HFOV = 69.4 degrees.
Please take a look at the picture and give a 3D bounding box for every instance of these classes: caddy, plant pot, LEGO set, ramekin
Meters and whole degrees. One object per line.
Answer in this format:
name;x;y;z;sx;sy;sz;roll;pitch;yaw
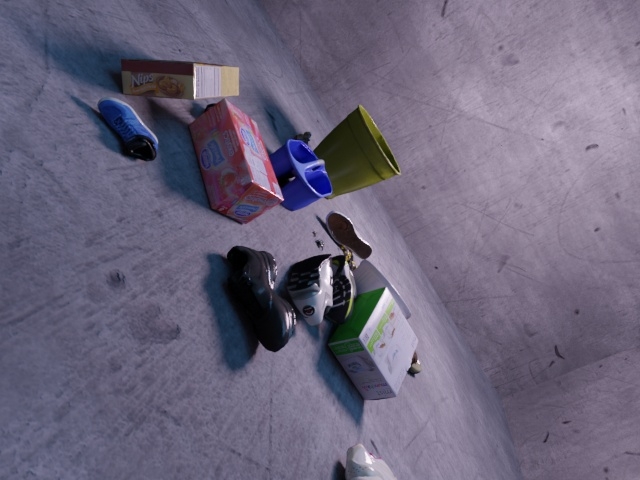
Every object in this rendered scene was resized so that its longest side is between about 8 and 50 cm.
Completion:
caddy;-0.067;-0.252;1.727;0.241;0.179;0.341;61;18;-2
plant pot;0.129;-0.378;2.162;0.366;0.353;0.366;50;21;-28
LEGO set;-0.001;-0.001;1.765;0.083;0.023;0.054;62;18;5
ramekin;0.198;0.209;1.692;0.273;0.127;0.273;51;-4;5

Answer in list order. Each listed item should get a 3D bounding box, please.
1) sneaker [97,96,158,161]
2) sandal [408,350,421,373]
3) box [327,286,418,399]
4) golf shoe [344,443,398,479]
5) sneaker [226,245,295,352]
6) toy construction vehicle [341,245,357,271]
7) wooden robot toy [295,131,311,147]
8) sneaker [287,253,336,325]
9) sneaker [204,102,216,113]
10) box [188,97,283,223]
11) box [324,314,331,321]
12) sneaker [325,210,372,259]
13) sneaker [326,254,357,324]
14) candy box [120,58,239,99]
sneaker;-0.405;-0.230;0.981;0.152;0.058;0.084;52;10;-44
sandal;0.363;0.468;1.915;0.303;0.086;0.120;37;29;-50
box;0.177;0.318;1.450;0.231;0.127;0.262;58;37;-15
golf shoe;0.161;0.604;1.139;0.306;0.115;0.140;49;18;-35
sneaker;-0.153;0.129;1.068;0.130;0.109;0.286;29;25;-47
toy construction vehicle;0.123;0.076;1.960;0.086;0.035;0.098;35;31;-53
wooden robot toy;-0.084;-0.471;2.241;0.173;0.076;0.079;-82;174;-62
sneaker;-0.019;0.143;1.386;0.330;0.123;0.146;-63;136;-68
sneaker;-0.277;-0.355;1.479;0.217;0.079;0.121;44;25;-37
box;-0.236;-0.217;1.277;0.154;0.142;0.300;28;36;-58
box;0.003;0.171;1.507;0.116;0.029;0.162;47;23;-37
sneaker;0.104;-0.030;2.016;0.290;0.106;0.123;48;-1;-32
sneaker;0.075;0.169;1.493;0.121;0.111;0.300;57;20;-27
candy box;-0.350;-0.422;1.211;0.316;0.183;0.087;-63;158;-68
